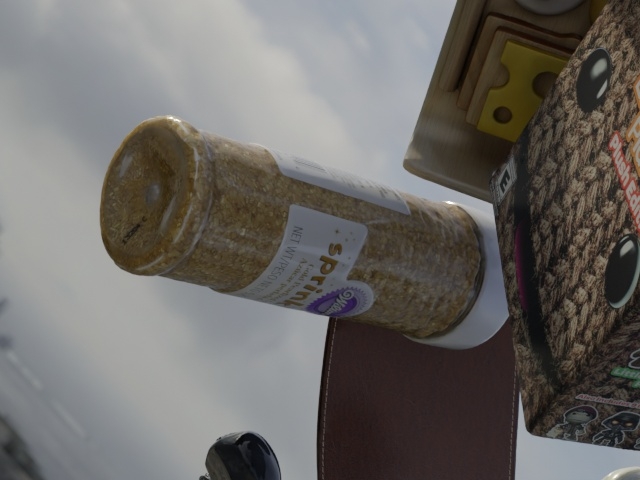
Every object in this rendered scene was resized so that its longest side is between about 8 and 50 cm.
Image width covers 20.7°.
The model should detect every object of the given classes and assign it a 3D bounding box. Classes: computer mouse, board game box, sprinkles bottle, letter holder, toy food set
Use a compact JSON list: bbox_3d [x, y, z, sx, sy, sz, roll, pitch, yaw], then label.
[{"bbox_3d":[-0.059,0.189,1.303,0.071,0.041,0.242,63,-16,11],"label":"computer mouse"},{"bbox_3d":[0.247,-0.028,1.188,0.291,0.141,0.232,119,-26,-47],"label":"board game box"},{"bbox_3d":[0.000,0.000,1.366,0.355,0.121,0.121,15,16,-41],"label":"sprinkles bottle"},{"bbox_3d":[0.082,0.186,1.840,0.214,0.302,0.152,3,-2,-16],"label":"letter holder"},{"bbox_3d":[0.206,-0.151,1.334,0.219,0.306,0.092,19,29,3],"label":"toy food set"}]

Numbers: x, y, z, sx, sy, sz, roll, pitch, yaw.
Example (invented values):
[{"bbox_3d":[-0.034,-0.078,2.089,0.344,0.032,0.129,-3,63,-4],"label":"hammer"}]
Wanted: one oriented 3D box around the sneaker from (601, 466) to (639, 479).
[{"bbox_3d":[0.295,0.271,1.261,0.118,0.110,0.292,97,-30,-49],"label":"sneaker"}]
